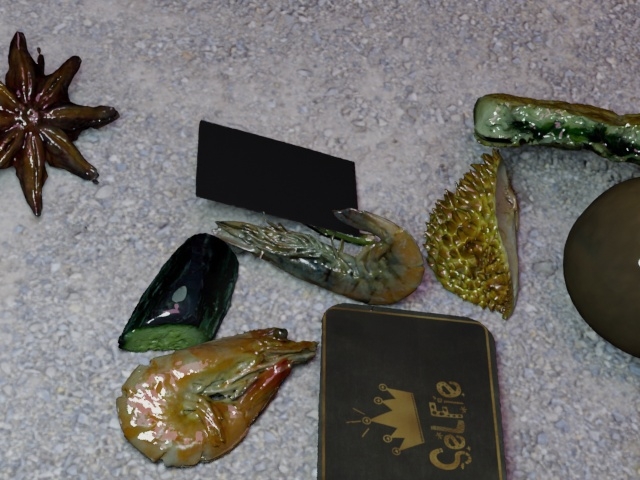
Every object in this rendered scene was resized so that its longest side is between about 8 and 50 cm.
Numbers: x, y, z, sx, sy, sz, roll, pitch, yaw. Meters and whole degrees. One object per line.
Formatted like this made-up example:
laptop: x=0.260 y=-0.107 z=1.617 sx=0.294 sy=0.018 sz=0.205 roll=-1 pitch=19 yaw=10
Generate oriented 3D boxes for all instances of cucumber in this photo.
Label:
cucumber: x=-0.180 y=0.074 z=1.936 sx=0.115 sy=0.086 sz=0.193 roll=22 pitch=51 yaw=6

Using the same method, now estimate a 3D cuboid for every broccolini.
broccolini: x=-0.033 y=-0.041 z=2.050 sx=0.239 sy=0.054 sz=0.051 roll=25 pitch=44 yaw=2

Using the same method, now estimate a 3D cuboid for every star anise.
star anise: x=-0.421 y=-0.163 z=2.027 sx=0.271 sy=0.102 sz=0.272 roll=6 pitch=76 yaw=-27

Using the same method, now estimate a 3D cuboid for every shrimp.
shrimp: x=0.000 y=0.000 z=1.956 sx=0.296 sy=0.169 sz=0.058 roll=19 pitch=44 yaw=1
shrimp: x=-0.124 y=0.194 z=1.884 sx=0.294 sy=0.062 sz=0.154 roll=-24 pitch=78 yaw=-20

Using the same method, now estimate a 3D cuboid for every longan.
longan: x=0.459 y=0.040 z=1.974 sx=0.258 sy=0.258 sz=0.258 roll=5 pitch=58 yaw=-8

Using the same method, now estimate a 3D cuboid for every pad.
pad: x=-0.060 y=-0.088 z=2.047 sx=0.243 sy=0.004 sz=0.164 roll=14 pitch=42 yaw=-15
pad: x=0.155 y=0.217 z=1.858 sx=0.314 sy=0.063 sz=0.375 roll=7 pitch=47 yaw=-7

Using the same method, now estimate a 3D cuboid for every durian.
durian: x=0.227 y=-0.014 z=2.065 sx=0.139 sy=0.144 sz=0.252 roll=33 pitch=41 yaw=-35

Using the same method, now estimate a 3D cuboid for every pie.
pie: x=0.398 y=-0.153 z=2.075 sx=0.371 sy=0.078 sz=0.296 roll=16 pitch=15 yaw=37
